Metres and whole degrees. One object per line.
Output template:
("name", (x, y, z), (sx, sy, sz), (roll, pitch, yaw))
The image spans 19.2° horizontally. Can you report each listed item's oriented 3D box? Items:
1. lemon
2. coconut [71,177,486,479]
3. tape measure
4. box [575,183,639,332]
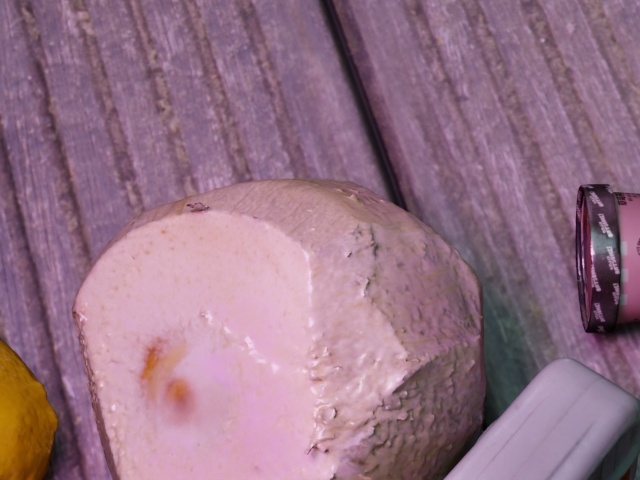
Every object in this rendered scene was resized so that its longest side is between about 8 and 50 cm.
("lemon", (-0.397, 0.188, 1.924), (0.233, 0.233, 0.288), (-43, 61, -11))
("coconut", (-0.024, 0.125, 1.820), (0.405, 0.404, 0.404), (-5, 63, 10))
("tape measure", (0.190, 0.241, 1.763), (0.125, 0.246, 0.243), (35, 64, 23))
("box", (0.330, 0.018, 1.906), (0.135, 0.151, 0.151), (-1, 63, 1))
